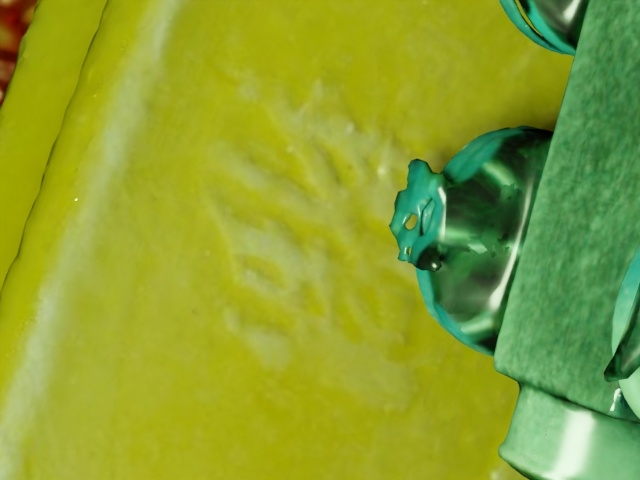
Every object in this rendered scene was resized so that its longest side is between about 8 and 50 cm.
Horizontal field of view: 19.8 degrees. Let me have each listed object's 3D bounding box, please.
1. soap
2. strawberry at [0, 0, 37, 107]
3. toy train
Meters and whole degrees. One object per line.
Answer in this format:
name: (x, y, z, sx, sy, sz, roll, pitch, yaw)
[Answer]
soap: (0.000, 0.000, 0.545, 0.199, 0.315, 0.091, 24, 172, -25)
strawberry: (-0.184, -0.100, 0.724, 0.343, 0.292, 0.292, -12, -179, -11)
toy train: (0.123, -0.024, 0.492, 0.163, 0.203, 0.112, 13, -175, -35)
